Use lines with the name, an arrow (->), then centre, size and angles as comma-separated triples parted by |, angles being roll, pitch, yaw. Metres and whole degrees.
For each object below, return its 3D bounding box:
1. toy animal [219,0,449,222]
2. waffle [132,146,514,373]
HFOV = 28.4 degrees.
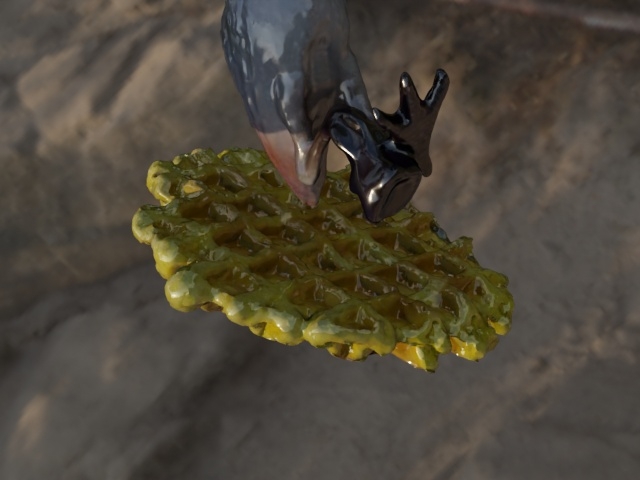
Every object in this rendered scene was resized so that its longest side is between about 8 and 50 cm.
toy animal -> -0.019, -0.153, 0.874 | 0.090, 0.324, 0.195 | -20, -14, -31
waffle -> -0.001, 0.003, 1.031 | 0.312, 0.307, 0.060 | -105, 27, -59
